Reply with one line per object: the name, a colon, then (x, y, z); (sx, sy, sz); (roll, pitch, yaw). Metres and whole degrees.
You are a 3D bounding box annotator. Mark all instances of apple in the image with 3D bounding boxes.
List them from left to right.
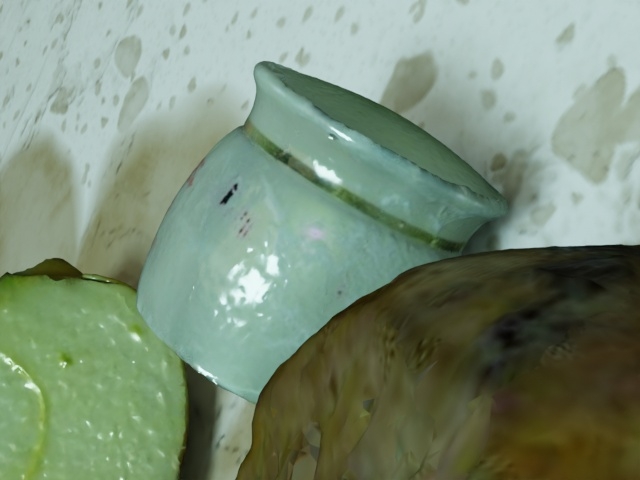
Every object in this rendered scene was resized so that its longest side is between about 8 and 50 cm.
apple: (-0.233, 0.163, 0.791); (0.346, 0.179, 0.254); (-42, 27, -17)

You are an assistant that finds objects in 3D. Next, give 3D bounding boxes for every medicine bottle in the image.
medicine bottle: (0.000, 0.000, 0.633); (0.143, 0.147, 0.147); (-61, 38, 11)

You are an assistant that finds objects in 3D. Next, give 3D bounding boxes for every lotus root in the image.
lotus root: (0.069, 0.132, 0.420); (0.316, 0.250, 0.316); (-29, 52, 46)
